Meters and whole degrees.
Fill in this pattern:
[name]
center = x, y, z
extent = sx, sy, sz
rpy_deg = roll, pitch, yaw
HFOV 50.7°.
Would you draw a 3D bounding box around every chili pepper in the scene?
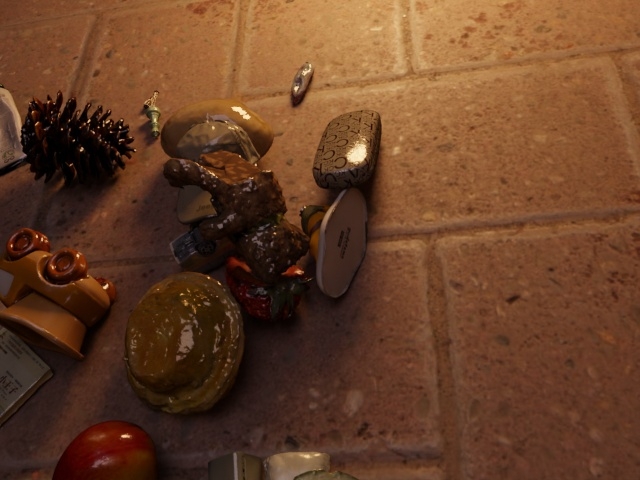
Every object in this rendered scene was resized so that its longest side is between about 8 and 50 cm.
[chili pepper]
center = -0.051, -0.440, 1.860
extent = 0.050, 0.041, 0.153
rpy_deg = -22, 39, 53

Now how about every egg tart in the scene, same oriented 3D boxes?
[egg tart]
center = -0.301, 0.204, 1.383
extent = 0.319, 0.128, 0.319
rpy_deg = -8, 70, 23

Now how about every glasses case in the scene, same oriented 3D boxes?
[glasses case]
center = 0.067, -0.221, 1.595
extent = 0.137, 0.085, 0.354
rpy_deg = -9, 30, 16

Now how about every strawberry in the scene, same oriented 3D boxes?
[strawberry]
center = -0.144, 0.102, 1.463
extent = 0.228, 0.098, 0.174
rpy_deg = 18, 24, 33

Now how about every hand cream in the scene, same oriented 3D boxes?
[hand cream]
center = -0.929, -0.332, 1.983
extent = 0.121, 0.076, 0.336
rpy_deg = -26, 61, 1

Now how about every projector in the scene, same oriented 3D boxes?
[projector]
center = -0.156, 0.447, 1.250
extent = 0.083, 0.083, 0.082
rpy_deg = -27, 51, 25

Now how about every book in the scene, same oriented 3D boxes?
[book]
center = -0.757, 0.345, 1.500
extent = 0.201, 0.026, 0.289
rpy_deg = 30, 68, 30

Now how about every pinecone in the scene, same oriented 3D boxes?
[pinecone]
center = -0.626, -0.262, 1.766
extent = 0.292, 0.246, 0.246
rpy_deg = 6, 56, -6

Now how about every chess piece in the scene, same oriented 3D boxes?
[chess piece]
center = -0.461, -0.325, 1.879
extent = 0.042, 0.042, 0.093
rpy_deg = -16, 60, 2

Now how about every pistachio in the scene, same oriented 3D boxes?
[pistachio]
center = -0.262, -0.269, 1.722
extent = 0.293, 0.162, 0.181
rpy_deg = -2, 93, 8

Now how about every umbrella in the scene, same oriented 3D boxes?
[umbrella]
center = -0.487, -0.403, 1.949
extent = 0.031, 0.020, 0.083
rpy_deg = 10, 54, 18

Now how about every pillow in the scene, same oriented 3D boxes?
[pillow]
center = -0.032, 0.494, 1.216
extent = 0.128, 0.051, 0.229
rpy_deg = -9, 56, -1

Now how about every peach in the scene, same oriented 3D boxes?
[peach]
center = -0.405, 0.433, 1.266
extent = 0.197, 0.197, 0.197
rpy_deg = -6, 56, 9

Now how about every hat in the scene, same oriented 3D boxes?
[hat]
center = -0.259, -0.166, 1.569
extent = 0.214, 0.149, 0.244
rpy_deg = -15, 33, 11

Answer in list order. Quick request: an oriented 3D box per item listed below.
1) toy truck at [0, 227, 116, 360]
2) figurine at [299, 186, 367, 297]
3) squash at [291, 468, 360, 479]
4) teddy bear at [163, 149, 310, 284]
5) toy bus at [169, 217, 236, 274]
[toy truck]
center = -0.600, 0.123, 1.507
extent = 0.288, 0.204, 0.211
rpy_deg = 19, 65, 22
[figurine]
center = 0.000, 0.000, 1.496
extent = 0.141, 0.166, 0.250
rpy_deg = 3, 58, 33
[squash]
center = 0.003, 0.507, 1.160
extent = 0.219, 0.041, 0.219
rpy_deg = 3, 60, -6
[teddy bear]
center = -0.171, -0.058, 1.429
extent = 0.296, 0.222, 0.246
rpy_deg = 16, 22, 28
[toy bus]
center = -0.212, -0.015, 1.569
extent = 0.268, 0.106, 0.092
rpy_deg = -29, 50, -4
